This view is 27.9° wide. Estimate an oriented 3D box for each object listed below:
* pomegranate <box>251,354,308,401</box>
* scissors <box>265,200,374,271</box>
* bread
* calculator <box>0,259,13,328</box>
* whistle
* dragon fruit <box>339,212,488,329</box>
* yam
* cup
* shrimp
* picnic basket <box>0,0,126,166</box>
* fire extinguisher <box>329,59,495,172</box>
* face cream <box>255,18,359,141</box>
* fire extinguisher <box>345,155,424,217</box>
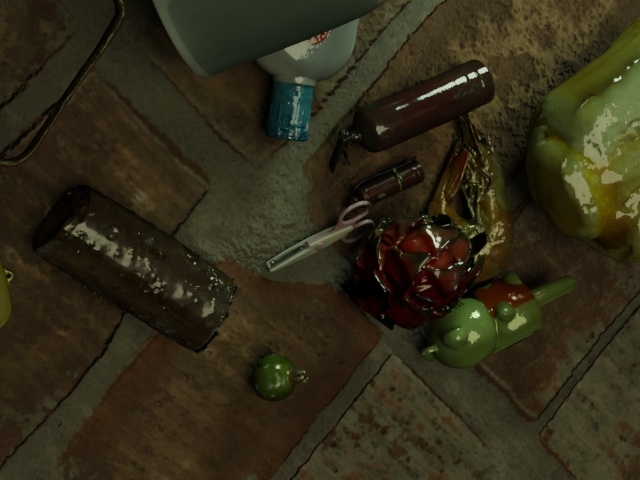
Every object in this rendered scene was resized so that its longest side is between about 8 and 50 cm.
[{"bbox_3d":[-0.058,0.200,1.874,0.085,0.073,0.073,-4,105,2],"label":"pomegranate"},{"bbox_3d":[0.000,0.000,1.880,0.176,0.022,0.085,-27,146,-11],"label":"scissors"},{"bbox_3d":[0.461,-0.137,1.988,0.341,0.210,0.300,-42,105,-12],"label":"bread"},{"bbox_3d":[-0.505,0.078,1.643,0.236,0.033,0.157,-19,109,-24],"label":"calculator"},{"bbox_3d":[0.275,0.117,2.001,0.288,0.131,0.106,-25,81,-22],"label":"whistle"},{"bbox_3d":[0.136,0.042,1.882,0.182,0.182,0.188,20,101,-29],"label":"dragon fruit"},{"bbox_3d":[-0.240,0.036,1.718,0.280,0.131,0.131,36,84,-27],"label":"yam"},{"bbox_3d":[-0.073,-0.409,1.600,0.274,0.259,0.356,-17,68,9],"label":"cup"},{"bbox_3d":[0.227,-0.064,1.971,0.145,0.061,0.267,-9,108,-15],"label":"shrimp"},{"bbox_3d":[-0.411,-0.263,1.463,0.321,0.291,0.254,35,85,-20],"label":"picnic basket"},{"bbox_3d":[0.129,-0.180,1.889,0.268,0.072,0.089,-25,144,-20],"label":"fire extinguisher"},{"bbox_3d":[-0.024,-0.306,1.771,0.163,0.080,0.336,6,99,-24],"label":"face cream"},{"bbox_3d":[0.091,-0.079,1.906,0.132,0.039,0.056,-25,134,-20],"label":"fire extinguisher"}]
